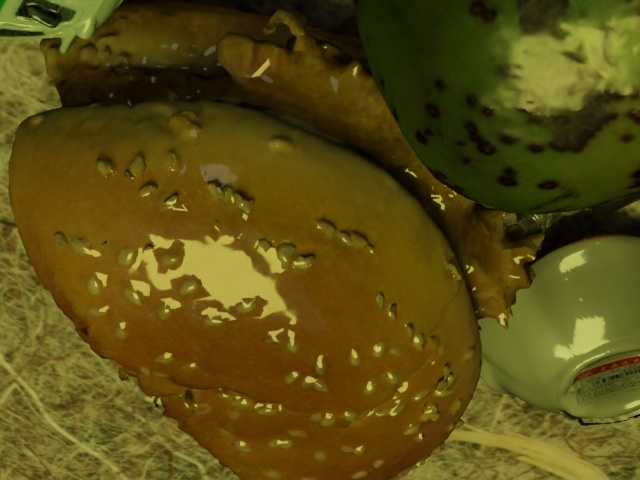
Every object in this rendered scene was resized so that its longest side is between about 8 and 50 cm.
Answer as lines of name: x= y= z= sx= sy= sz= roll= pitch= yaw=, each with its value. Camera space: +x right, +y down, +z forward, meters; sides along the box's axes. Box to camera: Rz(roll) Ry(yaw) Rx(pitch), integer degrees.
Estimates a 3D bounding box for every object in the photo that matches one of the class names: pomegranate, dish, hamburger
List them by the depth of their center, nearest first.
pomegranate: x=0.163 y=-0.146 z=0.789 sx=0.285 sy=0.285 sz=0.340 roll=-7 pitch=166 yaw=17
hamburger: x=0.000 y=0.000 z=0.940 sx=0.287 sy=0.268 sz=0.445 roll=-26 pitch=125 yaw=26
dish: x=0.240 y=0.093 z=1.076 sx=0.229 sy=0.081 sz=0.229 roll=-7 pitch=140 yaw=-6

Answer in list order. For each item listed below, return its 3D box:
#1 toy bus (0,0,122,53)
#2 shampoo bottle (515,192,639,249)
toy bus: x=-0.161 y=-0.244 z=0.800 sx=0.164 sy=0.134 sz=0.276 roll=25 pitch=133 yaw=-19
shampoo bottle: x=0.236 y=-0.058 z=0.974 sx=0.207 sy=0.063 sz=0.057 roll=-31 pitch=112 yaw=34
